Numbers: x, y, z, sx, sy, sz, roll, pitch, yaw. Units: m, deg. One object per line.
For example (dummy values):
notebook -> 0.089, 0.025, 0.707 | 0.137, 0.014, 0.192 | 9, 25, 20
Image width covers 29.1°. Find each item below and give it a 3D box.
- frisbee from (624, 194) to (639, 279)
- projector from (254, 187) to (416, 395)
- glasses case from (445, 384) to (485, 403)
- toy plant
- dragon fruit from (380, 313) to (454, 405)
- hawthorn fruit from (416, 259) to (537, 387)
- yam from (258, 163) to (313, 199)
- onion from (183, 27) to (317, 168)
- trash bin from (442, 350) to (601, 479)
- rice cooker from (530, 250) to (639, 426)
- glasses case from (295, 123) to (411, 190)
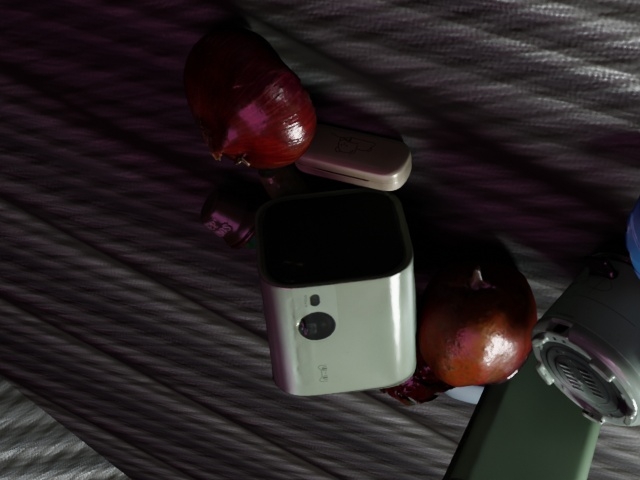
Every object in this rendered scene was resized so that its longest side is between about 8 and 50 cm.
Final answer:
frisbee -> 0.556, 0.003, 1.752 | 0.242, 0.045, 0.242 | 7, 118, 13
projector -> 0.027, 0.084, 2.062 | 0.249, 0.248, 0.249 | -6, 128, -1
glasses case -> 0.316, 0.288, 2.383 | 0.179, 0.045, 0.067 | 7, 140, 30
toy plant -> -0.119, -0.023, 2.240 | 0.200, 0.105, 0.143 | 28, 157, -20
dragon fruit -> 0.182, 0.215, 2.283 | 0.182, 0.189, 0.182 | 48, 174, 6
hawthorn fruit -> 0.262, 0.131, 2.072 | 0.215, 0.215, 0.249 | 18, 144, 15
yam -> 0.000, 0.000, 2.201 | 0.083, 0.083, 0.371 | 0, 138, 35
onion -> -0.118, -0.215, 1.920 | 0.248, 0.161, 0.248 | 22, 125, 35
trash bin -> 0.363, 0.354, 2.171 | 0.223, 0.343, 0.158 | 25, 145, 3
rice cooker -> 0.474, 0.147, 1.926 | 0.280, 0.227, 0.241 | 54, 160, -23
glasses case -> 0.050, -0.135, 1.984 | 0.196, 0.083, 0.050 | 13, 143, 20
